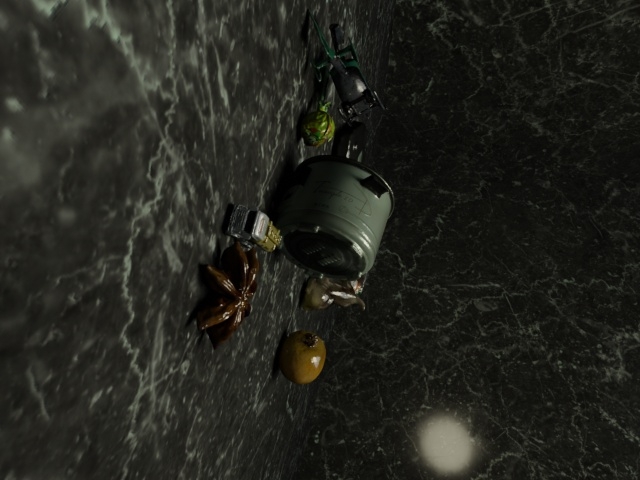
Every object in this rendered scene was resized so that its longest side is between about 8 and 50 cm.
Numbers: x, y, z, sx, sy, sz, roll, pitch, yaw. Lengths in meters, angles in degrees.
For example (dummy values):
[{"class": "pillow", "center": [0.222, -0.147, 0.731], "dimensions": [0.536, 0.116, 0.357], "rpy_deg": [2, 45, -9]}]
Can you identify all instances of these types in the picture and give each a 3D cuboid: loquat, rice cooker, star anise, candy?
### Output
[{"class": "loquat", "center": [-0.053, 0.338, 1.221], "dimensions": [0.163, 0.137, 0.163], "rpy_deg": [-53, 159, -30]}, {"class": "rice cooker", "center": [0.030, -0.055, 0.919], "dimensions": [0.280, 0.241, 0.227], "rpy_deg": [-28, -147, 52]}, {"class": "star anise", "center": [-0.133, 0.080, 0.626], "dimensions": [0.168, 0.057, 0.168], "rpy_deg": [11, 90, -83]}, {"class": "candy", "center": [0.004, -0.321, 0.984], "dimensions": [0.073, 0.077, 0.262], "rpy_deg": [65, 27, -50]}]

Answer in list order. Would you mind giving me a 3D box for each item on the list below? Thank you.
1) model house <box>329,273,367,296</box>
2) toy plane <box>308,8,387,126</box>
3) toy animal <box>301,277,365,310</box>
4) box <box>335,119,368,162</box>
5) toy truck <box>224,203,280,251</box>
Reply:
[{"class": "model house", "center": [0.104, 0.057, 1.687], "dimensions": [0.301, 0.190, 0.271], "rpy_deg": [86, 20, -58]}, {"class": "toy plane", "center": [0.059, -0.375, 0.967], "dimensions": [0.155, 0.106, 0.381], "rpy_deg": [69, 18, 7]}, {"class": "toy animal", "center": [0.026, 0.185, 1.455], "dimensions": [0.168, 0.233, 0.121], "rpy_deg": [39, -67, 54]}, {"class": "box", "center": [0.103, -0.257, 1.590], "dimensions": [0.350, 0.091, 0.359], "rpy_deg": [-62, 160, -61]}, {"class": "toy truck", "center": [-0.103, -0.016, 0.670], "dimensions": [0.123, 0.062, 0.052], "rpy_deg": [65, 38, -76]}]
